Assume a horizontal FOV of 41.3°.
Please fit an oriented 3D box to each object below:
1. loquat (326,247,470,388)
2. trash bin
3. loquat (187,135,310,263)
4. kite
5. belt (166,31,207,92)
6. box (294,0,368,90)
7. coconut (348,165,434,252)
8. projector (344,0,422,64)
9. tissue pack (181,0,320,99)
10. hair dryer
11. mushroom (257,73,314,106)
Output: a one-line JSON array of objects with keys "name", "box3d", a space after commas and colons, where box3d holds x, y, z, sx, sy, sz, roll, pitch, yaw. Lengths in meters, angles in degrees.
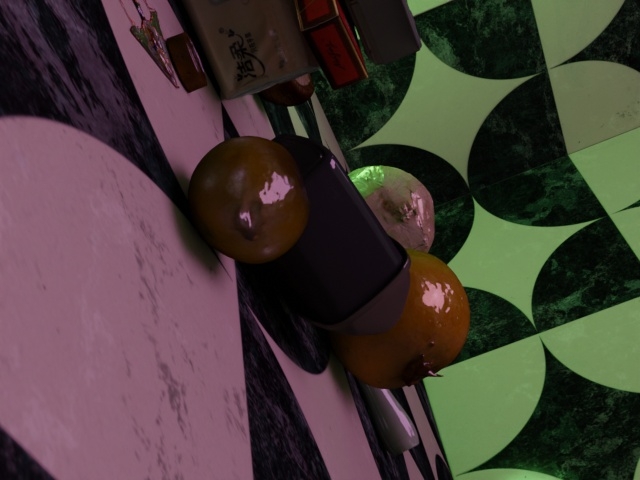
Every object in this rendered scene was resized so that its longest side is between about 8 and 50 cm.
[{"name": "loquat", "box3d": [0.144, 0.148, 1.583, 0.275, 0.275, 0.275, -21, 90, -83]}, {"name": "trash bin", "box3d": [0.000, 0.000, 1.244, 0.209, 0.182, 0.290, 34, -20, 55]}, {"name": "loquat", "box3d": [-0.084, -0.047, 1.003, 0.195, 0.152, 0.152, -120, -173, -78]}, {"name": "kite", "box3d": [-0.243, -0.315, 1.135, 0.198, 0.006, 0.244, -96, 163, -64]}, {"name": "belt", "box3d": [-0.192, -0.260, 1.237, 0.059, 0.036, 0.083, -88, 158, -75]}, {"name": "box", "box3d": [0.006, -0.388, 1.408, 0.153, 0.074, 0.240, 61, 15, -54]}, {"name": "coconut", "box3d": [0.143, -0.045, 2.121, 0.254, 0.297, 0.297, 31, 38, -82]}, {"name": "projector", "box3d": [0.087, -0.438, 1.458, 0.257, 0.099, 0.192, -97, 162, -50]}, {"name": "tissue pack", "box3d": [-0.143, -0.475, 1.545, 0.332, 0.205, 0.405, -74, 141, -78]}, {"name": "hair dryer", "box3d": [0.131, 0.347, 1.832, 0.206, 0.075, 0.237, 63, -1, 4]}, {"name": "mushroom", "box3d": [-0.107, -0.390, 1.926, 0.231, 0.138, 0.194, 37, 44, -55]}]
